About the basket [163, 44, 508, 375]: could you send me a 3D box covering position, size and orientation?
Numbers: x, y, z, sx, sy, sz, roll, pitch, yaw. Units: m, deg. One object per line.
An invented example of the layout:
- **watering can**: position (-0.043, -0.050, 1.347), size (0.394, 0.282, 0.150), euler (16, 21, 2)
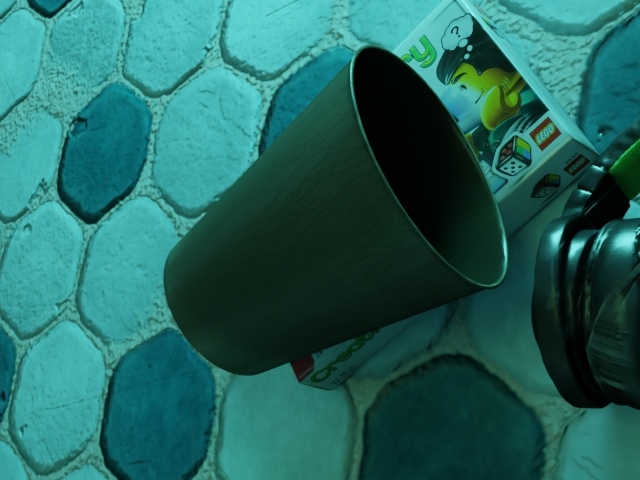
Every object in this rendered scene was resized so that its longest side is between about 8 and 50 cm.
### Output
- **basket**: position (0.000, 0.000, 0.767), size (0.227, 0.154, 0.204), euler (-36, 60, 31)

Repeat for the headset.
- **headset**: position (0.219, 0.054, 0.600), size (0.243, 0.185, 0.394), euler (23, 79, 44)

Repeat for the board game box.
- **board game box**: position (0.062, -0.040, 0.861), size (0.305, 0.053, 0.193), euler (-44, 51, 21)
